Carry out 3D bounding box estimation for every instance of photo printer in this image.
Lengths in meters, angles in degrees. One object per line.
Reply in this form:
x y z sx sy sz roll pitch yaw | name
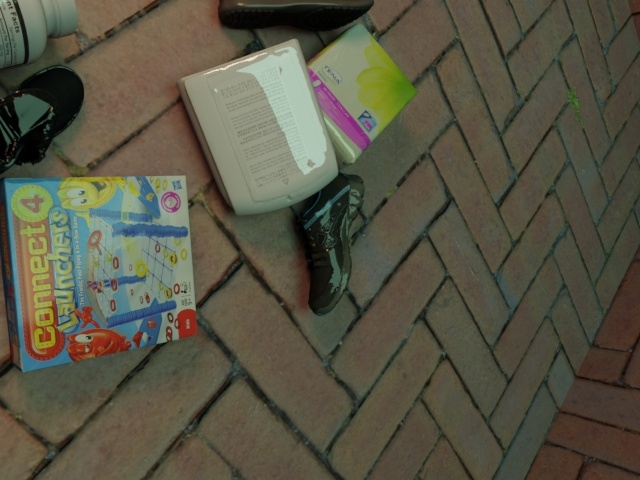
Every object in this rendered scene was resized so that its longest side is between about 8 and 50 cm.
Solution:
-0.113 -0.214 1.132 0.255 0.107 0.308 -23 107 -8 | photo printer

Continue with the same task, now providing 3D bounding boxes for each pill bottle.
-0.528 -0.320 0.791 0.322 0.181 0.182 -32 110 -35 | pill bottle

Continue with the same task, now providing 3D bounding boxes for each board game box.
-0.380 0.042 0.980 0.301 0.086 0.309 -7 95 -39 | board game box

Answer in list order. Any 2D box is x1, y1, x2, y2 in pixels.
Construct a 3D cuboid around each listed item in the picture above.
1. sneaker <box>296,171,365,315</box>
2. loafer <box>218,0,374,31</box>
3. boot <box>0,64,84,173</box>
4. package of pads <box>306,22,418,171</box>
0.000 0.000 1.291 0.139 0.125 0.341 14 76 -22 | sneaker
-0.045 -0.533 1.195 0.365 0.133 0.130 -11 92 -30 | loafer
-0.431 -0.192 0.856 0.094 0.207 0.247 50 61 -28 | boot
0.061 -0.337 1.298 0.229 0.101 0.296 48 60 -11 | package of pads
